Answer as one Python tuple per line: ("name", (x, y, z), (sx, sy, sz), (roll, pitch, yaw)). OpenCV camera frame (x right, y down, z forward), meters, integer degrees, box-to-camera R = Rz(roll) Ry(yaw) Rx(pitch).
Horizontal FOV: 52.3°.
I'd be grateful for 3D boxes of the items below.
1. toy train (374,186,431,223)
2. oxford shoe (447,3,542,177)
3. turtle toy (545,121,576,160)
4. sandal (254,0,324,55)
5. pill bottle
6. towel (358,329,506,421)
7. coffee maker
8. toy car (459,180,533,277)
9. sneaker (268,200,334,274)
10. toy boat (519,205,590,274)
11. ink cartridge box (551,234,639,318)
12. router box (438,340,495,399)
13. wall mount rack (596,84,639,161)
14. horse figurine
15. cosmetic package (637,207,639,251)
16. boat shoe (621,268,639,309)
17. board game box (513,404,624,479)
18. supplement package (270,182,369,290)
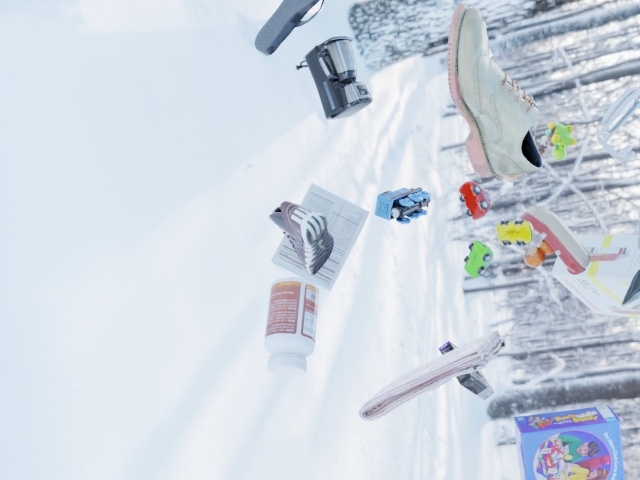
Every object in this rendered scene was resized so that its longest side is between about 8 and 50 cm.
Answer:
("toy train", (0.236, -0.105, 1.834), (0.184, 0.105, 0.080), (-24, 130, -48))
("oxford shoe", (0.349, -0.287, 1.274), (0.397, 0.146, 0.141), (58, 48, -44))
("turtle toy", (0.780, -0.326, 2.134), (0.066, 0.095, 0.130), (136, -43, -59))
("sandal", (-0.054, -0.534, 1.519), (0.054, 0.254, 0.097), (25, 32, -45))
("pill bottle", (-0.070, 0.206, 1.543), (0.121, 0.121, 0.216), (56, 34, -55))
("towel", (0.274, 0.317, 1.546), (0.053, 0.317, 0.332), (64, 21, 11))
("coffee maker", (0.038, -0.400, 1.653), (0.171, 0.120, 0.178), (-22, -95, 65))
("toy car", (0.421, -0.008, 1.638), (0.239, 0.053, 0.225), (45, -45, 38))
("sneaker", (-0.057, -0.024, 1.761), (0.106, 0.162, 0.281), (-48, 159, -22))
("toy boat", (0.645, 0.017, 1.859), (0.231, 0.151, 0.151), (54, 20, 13))
("ink cartridge box", (0.976, 0.118, 2.045), (0.279, 0.384, 0.160), (37, 73, -26))
("router box", (0.427, 0.380, 1.901), (0.179, 0.046, 0.133), (37, 18, -46))
("wall mount rack", (0.897, -0.358, 1.776), (0.130, 0.304, 0.350), (46, 21, 18))
("horse figurine", (0.547, -0.233, 1.761), (0.066, 0.263, 0.175), (32, 60, -11))
("cosmetic package", (0.817, -0.008, 1.296), (0.160, 0.309, 0.113), (-85, 162, -53))
("boat shoe", (0.887, 0.134, 1.715), (0.118, 0.103, 0.320), (-61, 169, -12))
("board game box", (0.618, 0.593, 1.605), (0.078, 0.233, 0.347), (-75, 156, -76))
("supplement package", (0.000, 0.000, 1.977), (0.263, 0.198, 0.199), (-63, 177, -6))
